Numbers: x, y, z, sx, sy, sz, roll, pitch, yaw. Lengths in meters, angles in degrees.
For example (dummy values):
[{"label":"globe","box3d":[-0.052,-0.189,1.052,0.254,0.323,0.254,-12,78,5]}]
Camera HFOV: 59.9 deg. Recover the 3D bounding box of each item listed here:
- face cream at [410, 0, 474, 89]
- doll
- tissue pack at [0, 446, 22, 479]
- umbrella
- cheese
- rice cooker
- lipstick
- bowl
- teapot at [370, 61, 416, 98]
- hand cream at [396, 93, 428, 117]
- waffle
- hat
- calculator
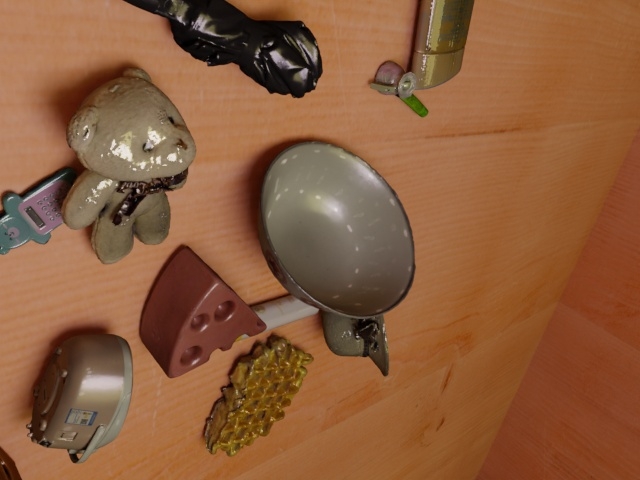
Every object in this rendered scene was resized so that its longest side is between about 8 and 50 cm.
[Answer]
[{"label":"face cream","box3d":[0.240,-0.436,1.062,0.139,0.067,0.285,-22,131,-34]},{"label":"doll","box3d":[-0.250,-0.080,0.769,0.175,0.149,0.278,-73,178,-47]},{"label":"tissue pack","box3d":[-0.483,0.403,0.765,0.145,0.275,0.194,-35,139,-26]},{"label":"umbrella","box3d":[-0.129,-0.286,0.765,0.340,0.118,0.118,12,108,-46]},{"label":"cheese","box3d":[-0.225,0.140,0.969,0.177,0.128,0.203,-44,145,-10]},{"label":"rice cooker","box3d":[-0.370,0.241,0.871,0.127,0.145,0.206,23,104,-39]},{"label":"lipstick","box3d":[-0.115,0.158,1.141,0.264,0.059,0.059,-12,126,-41]},{"label":"bowl","box3d":[0.000,0.000,1.022,0.337,0.337,0.157,-11,165,-42]},{"label":"teapot","box3d":[0.138,-0.300,1.059,0.083,0.064,0.064,-28,134,-30]},{"label":"hand cream","box3d":[0.187,-0.291,1.151,0.122,0.023,0.036,25,78,-51]},{"label":"waffle","box3d":[-0.143,0.345,1.251,0.309,0.065,0.283,-40,142,-23]},{"label":"hat","box3d":[0.069,0.194,1.282,0.130,0.257,0.257,-10,131,-3]},{"label":"calculator","box3d":[-0.380,-0.038,0.749,0.141,0.019,0.094,-39,142,-19]}]
